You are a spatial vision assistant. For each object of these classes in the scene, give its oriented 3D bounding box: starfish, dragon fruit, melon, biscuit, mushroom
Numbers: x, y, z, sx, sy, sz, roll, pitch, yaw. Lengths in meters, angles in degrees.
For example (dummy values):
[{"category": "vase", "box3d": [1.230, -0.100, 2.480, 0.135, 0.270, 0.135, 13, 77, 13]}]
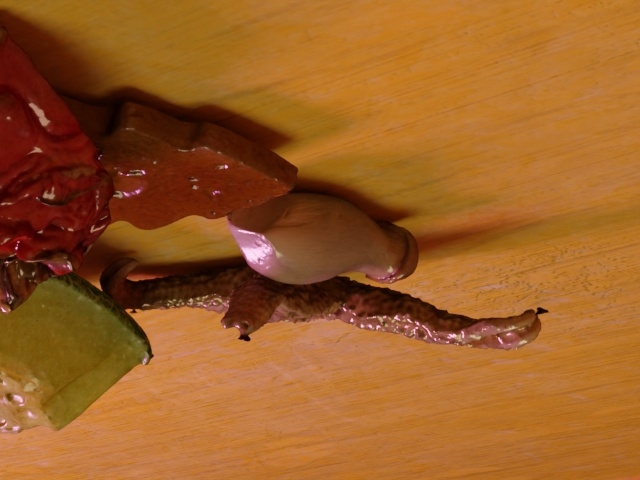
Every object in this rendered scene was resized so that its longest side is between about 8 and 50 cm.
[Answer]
[{"category": "starfish", "box3d": [-0.023, 0.065, 1.727, 0.324, 0.082, 0.432, 9, 179, -39]}, {"category": "dragon fruit", "box3d": [-0.293, -0.020, 1.353, 0.205, 0.152, 0.317, 37, 147, -8]}, {"category": "melon", "box3d": [-0.394, 0.091, 1.697, 0.331, 0.226, 0.343, 2, 148, 26]}, {"category": "biscuit", "box3d": [-0.172, -0.067, 1.493, 0.301, 0.043, 0.278, 3, 157, -4]}, {"category": "mushroom", "box3d": [0.000, 0.002, 1.624, 0.212, 0.088, 0.097, 6, 156, -42]}]
